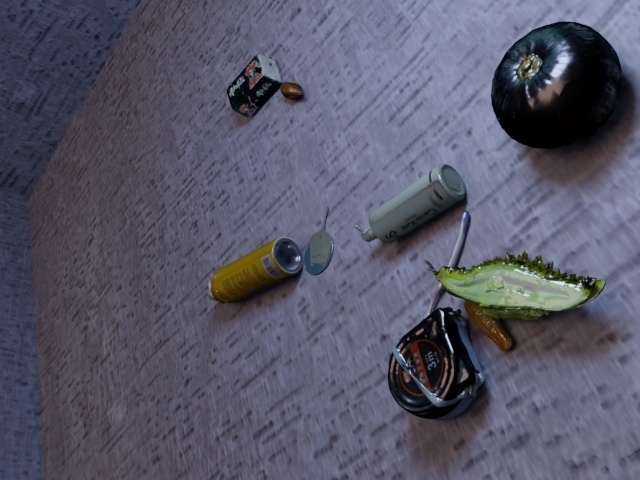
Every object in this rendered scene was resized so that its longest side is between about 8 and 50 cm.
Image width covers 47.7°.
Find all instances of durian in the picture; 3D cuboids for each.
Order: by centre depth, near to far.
[{"bbox_3d":[0.337,0.077,1.289,0.375,0.106,0.132,2,80,51],"label":"durian"}]

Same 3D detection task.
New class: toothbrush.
[{"bbox_3d":[0.255,0.068,1.466,0.027,0.021,0.269,20,92,40],"label":"toothbrush"}]

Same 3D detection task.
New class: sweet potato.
[{"bbox_3d":[-0.074,-0.421,2.049,0.117,0.049,0.049,29,99,52],"label":"sweet potato"}]

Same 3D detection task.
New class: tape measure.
[{"bbox_3d":[0.216,0.247,1.374,0.181,0.107,0.182,-39,48,32],"label":"tape measure"}]

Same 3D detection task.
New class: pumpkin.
[{"bbox_3d":[0.414,-0.274,1.289,0.233,0.163,0.233,-26,55,43],"label":"pumpkin"}]

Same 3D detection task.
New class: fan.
[{"bbox_3d":[0.000,0.000,1.822,0.113,0.005,0.176,2,79,52],"label":"fan"}]

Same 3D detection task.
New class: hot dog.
[{"bbox_3d":[0.315,0.152,1.351,0.137,0.028,0.044,-127,37,-49],"label":"hot dog"}]

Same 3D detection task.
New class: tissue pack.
[{"bbox_3d":[-0.203,-0.468,2.193,0.170,0.090,0.103,-42,49,34],"label":"tissue pack"}]

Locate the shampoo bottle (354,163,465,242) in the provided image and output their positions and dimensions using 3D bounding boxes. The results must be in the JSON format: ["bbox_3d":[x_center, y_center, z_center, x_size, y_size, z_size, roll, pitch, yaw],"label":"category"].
[{"bbox_3d":[0.186,-0.064,1.551,0.262,0.085,0.085,-35,51,38],"label":"shampoo bottle"}]

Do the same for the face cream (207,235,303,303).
[{"bbox_3d":[-0.194,0.093,1.948,0.348,0.105,0.105,-28,56,43],"label":"face cream"}]
